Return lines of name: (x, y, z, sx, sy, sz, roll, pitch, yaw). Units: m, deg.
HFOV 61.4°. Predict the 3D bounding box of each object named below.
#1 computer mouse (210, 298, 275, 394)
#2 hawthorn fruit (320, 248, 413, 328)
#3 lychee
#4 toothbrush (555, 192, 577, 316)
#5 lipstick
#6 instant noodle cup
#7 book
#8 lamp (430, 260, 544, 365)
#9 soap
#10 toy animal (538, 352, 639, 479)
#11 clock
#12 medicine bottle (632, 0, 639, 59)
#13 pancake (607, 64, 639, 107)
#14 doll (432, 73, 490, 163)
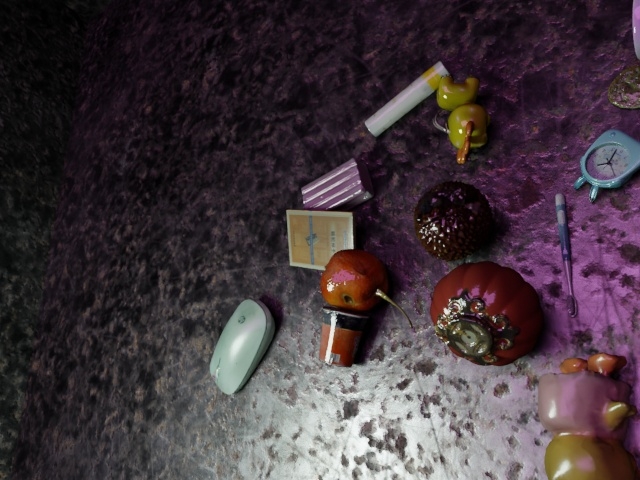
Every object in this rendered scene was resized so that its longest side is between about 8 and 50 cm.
computer mouse: (-0.242, 0.305, 1.576, 0.159, 0.097, 0.288, 37, 96, 39)
hawthorn fruit: (0.129, 0.120, 1.323, 0.286, 0.165, 0.165, 22, 86, 40)
lychee: (0.303, -0.041, 1.234, 0.188, 0.188, 0.187, -15, 64, 33)
toothbrush: (0.517, 0.024, 1.138, 0.019, 0.025, 0.275, -12, 66, 35)
lipstick: (0.240, -0.391, 1.501, 0.264, 0.059, 0.059, -36, 54, 21)
instant noodle cup: (0.051, 0.244, 1.362, 0.127, 0.127, 0.135, 9, 86, 40)
book: (-0.001, 0.000, 1.512, 0.242, 0.018, 0.170, 5, 102, 40)
lamp: (0.342, 0.148, 1.115, 0.227, 0.227, 0.226, -15, 64, 33)
soap: (0.046, -0.138, 1.546, 0.203, 0.066, 0.122, -26, 60, 28)
toy animal: (0.473, 0.346, 0.954, 0.195, 0.169, 0.281, 123, 147, -69)
clock: (0.601, -0.154, 1.131, 0.147, 0.045, 0.108, -48, 49, 14)
medicine bottle: (0.764, -0.451, 1.051, 0.254, 0.152, 0.152, 1, 73, 39)
pancake: (0.678, -0.328, 1.158, 0.108, 0.017, 0.107, -13, 68, 34)
doll: (0.351, -0.299, 1.333, 0.136, 0.143, 0.220, 2, 69, 3)
